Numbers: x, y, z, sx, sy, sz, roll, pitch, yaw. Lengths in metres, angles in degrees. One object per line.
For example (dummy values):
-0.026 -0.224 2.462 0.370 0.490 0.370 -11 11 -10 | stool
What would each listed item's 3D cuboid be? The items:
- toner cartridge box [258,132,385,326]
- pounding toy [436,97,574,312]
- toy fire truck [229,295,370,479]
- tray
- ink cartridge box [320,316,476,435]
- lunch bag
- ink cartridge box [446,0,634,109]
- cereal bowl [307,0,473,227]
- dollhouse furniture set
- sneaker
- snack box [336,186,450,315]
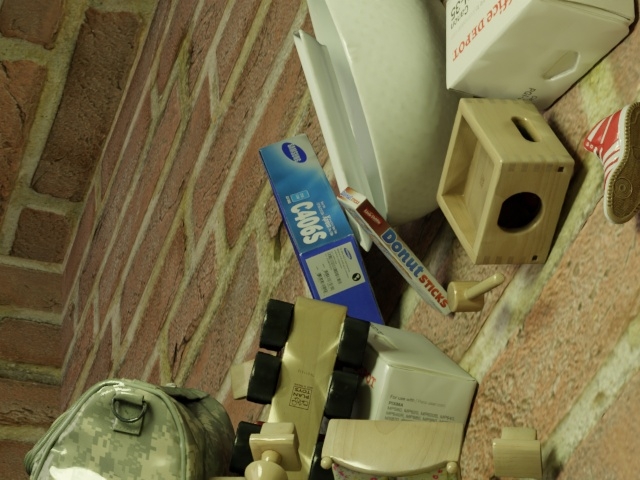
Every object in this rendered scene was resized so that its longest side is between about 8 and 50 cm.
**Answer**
0.000 0.000 2.069 0.348 0.075 0.165 -113 5 -63 | toner cartridge box
0.194 -0.014 1.631 0.181 0.094 0.206 -114 29 -52 | pounding toy
-0.043 0.190 1.805 0.246 0.159 0.217 93 -171 -74 | toy fire truck
0.022 -0.125 1.882 0.145 0.030 0.270 -129 22 -82 | tray
0.066 0.247 1.816 0.197 0.114 0.272 -139 61 -70 | ink cartridge box
-0.201 0.281 1.741 0.305 0.213 0.256 45 -117 -78 | lunch bag
0.224 -0.310 1.647 0.207 0.117 0.283 134 143 -58 | ink cartridge box
0.091 -0.189 1.846 0.339 0.141 0.339 163 90 -88 | cereal bowl
0.050 0.350 1.583 0.174 0.356 0.303 -73 -23 -51 | dollhouse furniture set
0.276 -0.068 1.479 0.067 0.042 0.118 -19 55 65 | sneaker
0.088 0.013 1.810 0.022 0.178 0.064 -43 23 -4 | snack box
